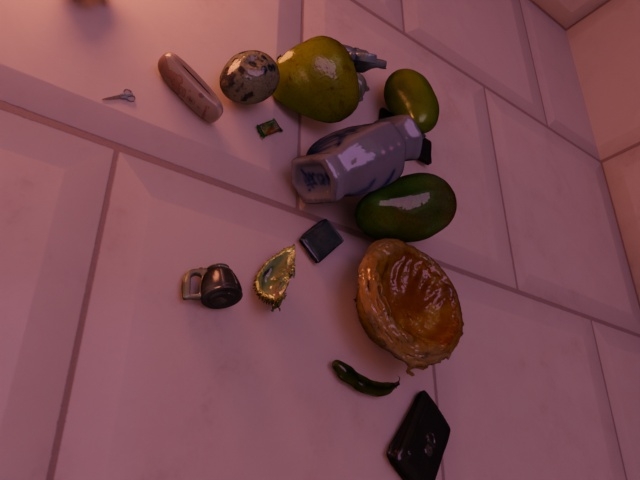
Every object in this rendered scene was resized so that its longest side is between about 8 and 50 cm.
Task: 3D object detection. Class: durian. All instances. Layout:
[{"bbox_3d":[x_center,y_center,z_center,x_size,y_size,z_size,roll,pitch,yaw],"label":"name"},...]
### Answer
[{"bbox_3d":[-0.107,0.101,1.342,0.086,0.100,0.215,32,45,-20],"label":"durian"}]

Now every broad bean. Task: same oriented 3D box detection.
[{"bbox_3d":[0.118,0.364,1.443,0.227,0.039,0.069,23,62,-31],"label":"broad bean"}]

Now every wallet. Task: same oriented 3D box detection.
[{"bbox_3d":[0.000,0.000,1.533,0.088,0.026,0.129,52,47,-2],"label":"wallet"},{"bbox_3d":[0.276,0.537,1.486,0.168,0.052,0.245,53,44,-11],"label":"wallet"},{"bbox_3d":[0.300,-0.366,1.965,0.244,0.025,0.124,27,52,-23],"label":"wallet"}]

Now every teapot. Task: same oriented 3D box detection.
[{"bbox_3d":[-0.240,0.094,1.246,0.124,0.092,0.091,19,41,-40],"label":"teapot"}]

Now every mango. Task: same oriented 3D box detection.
[{"bbox_3d":[0.314,-0.475,1.904,0.192,0.156,0.343,23,33,-21],"label":"mango"},{"bbox_3d":[0.258,-0.096,1.657,0.382,0.225,0.201,-6,77,-40],"label":"mango"}]

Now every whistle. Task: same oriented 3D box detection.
[{"bbox_3d":[0.085,-0.477,1.788,0.253,0.102,0.106,-56,149,-48],"label":"whistle"},{"bbox_3d":[0.094,-0.606,1.838,0.269,0.180,0.093,0,110,-22],"label":"whistle"}]

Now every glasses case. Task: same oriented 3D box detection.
[{"bbox_3d":[-0.331,-0.388,1.414,0.204,0.081,0.051,45,49,-11],"label":"glasses case"}]

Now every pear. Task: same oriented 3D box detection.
[{"bbox_3d":[0.014,-0.470,1.640,0.288,0.139,0.239,-31,87,-27],"label":"pear"}]

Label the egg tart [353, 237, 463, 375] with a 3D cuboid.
[{"bbox_3d":[0.228,0.182,1.539,0.388,0.169,0.388,21,53,-32],"label":"egg tart"}]

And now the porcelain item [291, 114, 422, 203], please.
[{"bbox_3d":[0.112,-0.234,1.601,0.405,0.242,0.178,-33,113,-39],"label":"porcelain item"}]

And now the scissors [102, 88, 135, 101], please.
[{"bbox_3d":[-0.480,-0.341,1.316,0.083,0.006,0.036,-24,84,-44],"label":"scissors"}]

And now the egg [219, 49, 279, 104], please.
[{"bbox_3d":[-0.196,-0.442,1.511,0.182,0.141,0.141,-34,92,-35],"label":"egg"}]

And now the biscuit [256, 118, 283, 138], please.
[{"bbox_3d":[-0.145,-0.320,1.577,0.089,0.016,0.046,-33,92,-44],"label":"biscuit"}]

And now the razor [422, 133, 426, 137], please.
[{"bbox_3d":[0.316,-0.346,1.922,0.068,0.037,0.191,47,46,-8],"label":"razor"}]
